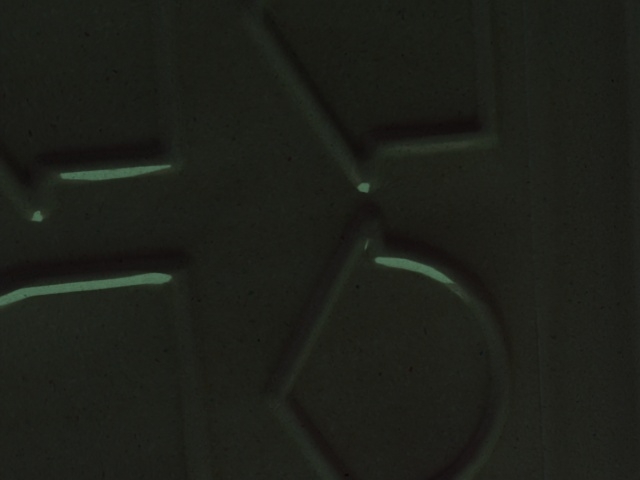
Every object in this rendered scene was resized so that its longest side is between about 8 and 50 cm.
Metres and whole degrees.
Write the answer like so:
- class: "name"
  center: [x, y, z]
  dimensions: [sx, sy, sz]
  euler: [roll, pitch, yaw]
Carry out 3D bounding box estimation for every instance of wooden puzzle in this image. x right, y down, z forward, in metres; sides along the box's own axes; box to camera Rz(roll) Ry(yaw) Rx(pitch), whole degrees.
- class: "wooden puzzle"
  center: [-0.045, -0.013, 0.512]
  dimensions: [0.348, 0.322, 0.080]
  euler: [-5, -173, -9]
